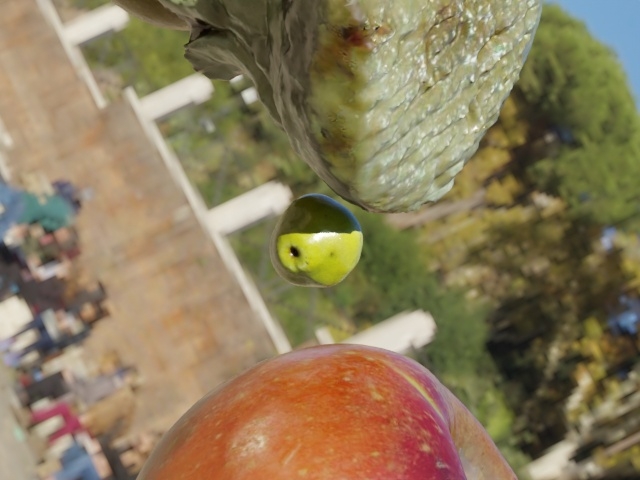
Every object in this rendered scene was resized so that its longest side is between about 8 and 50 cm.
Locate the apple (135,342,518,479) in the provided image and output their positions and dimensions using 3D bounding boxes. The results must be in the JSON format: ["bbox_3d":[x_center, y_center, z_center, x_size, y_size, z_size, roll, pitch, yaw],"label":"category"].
[{"bbox_3d":[0.013,0.252,1.239,0.348,0.277,0.348,52,13,-18],"label":"apple"}]

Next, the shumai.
[{"bbox_3d":[0.007,-0.244,1.504,0.323,0.324,0.397,22,-56,34],"label":"shumai"}]

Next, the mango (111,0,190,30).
[{"bbox_3d":[-0.202,-0.332,1.737,0.329,0.175,0.176,24,-3,-21],"label":"mango"}]

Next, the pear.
[{"bbox_3d":[0.000,0.000,1.553,0.092,0.097,0.092,17,-54,24],"label":"pear"}]
